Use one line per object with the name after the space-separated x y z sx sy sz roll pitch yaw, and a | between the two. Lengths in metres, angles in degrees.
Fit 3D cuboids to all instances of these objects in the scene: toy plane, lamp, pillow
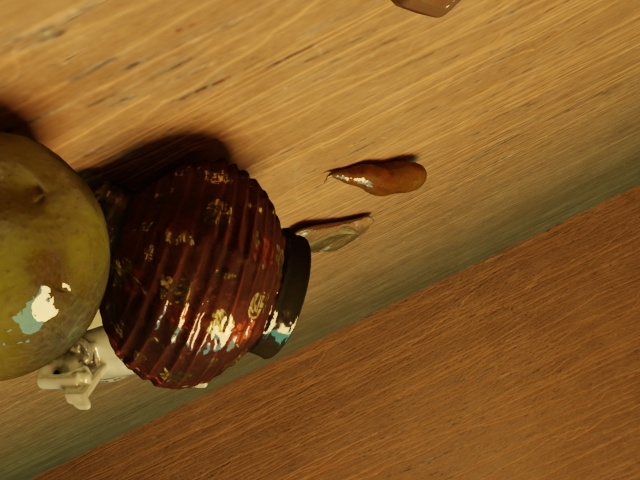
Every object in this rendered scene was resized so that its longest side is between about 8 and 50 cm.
-0.281 0.152 0.806 0.252 0.118 0.252 -3 -161 1 | toy plane
-0.135 0.029 0.580 0.247 0.247 0.247 -23 164 -7 | lamp
0.002 -0.002 1.022 0.211 0.034 0.135 -12 158 -45 | pillow

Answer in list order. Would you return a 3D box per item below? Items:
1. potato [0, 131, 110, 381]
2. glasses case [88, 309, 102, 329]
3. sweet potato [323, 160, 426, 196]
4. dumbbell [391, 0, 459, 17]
-0.266 0.028 0.441 0.159 0.174 0.251 15 143 -37 | potato
-0.359 0.081 0.665 0.313 0.070 0.131 -18 162 -27 | glasses case
0.086 -0.092 0.834 0.195 0.056 0.056 -6 156 -36 | sweet potato
0.120 -0.243 0.335 0.092 0.082 0.231 -10 158 -47 | dumbbell
